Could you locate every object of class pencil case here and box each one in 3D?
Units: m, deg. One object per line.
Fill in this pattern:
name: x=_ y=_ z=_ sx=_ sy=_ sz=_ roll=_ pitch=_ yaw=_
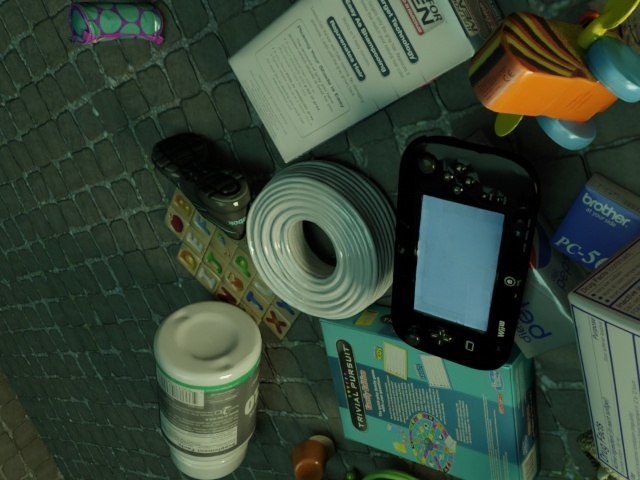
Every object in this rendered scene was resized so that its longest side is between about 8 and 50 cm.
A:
pencil case: x=-0.330 y=-0.350 z=1.136 sx=0.064 sy=0.151 sz=0.070 roll=-33 pitch=82 yaw=43

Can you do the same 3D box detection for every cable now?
cable: x=0.000 y=0.000 z=1.110 sx=0.257 sy=0.089 sz=0.257 roll=33 pitch=130 yaw=19

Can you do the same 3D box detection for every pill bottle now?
pill bottle: x=-0.227 y=0.314 z=1.423 sx=0.204 sy=0.204 sz=0.361 roll=30 pitch=135 yaw=24

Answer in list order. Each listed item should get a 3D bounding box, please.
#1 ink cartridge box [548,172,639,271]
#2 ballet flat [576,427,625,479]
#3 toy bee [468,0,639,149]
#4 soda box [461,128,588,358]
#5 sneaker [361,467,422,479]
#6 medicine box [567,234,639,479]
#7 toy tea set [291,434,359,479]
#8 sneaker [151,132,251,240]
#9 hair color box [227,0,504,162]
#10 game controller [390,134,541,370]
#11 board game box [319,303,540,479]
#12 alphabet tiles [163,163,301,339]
ink cartridge box: x=0.386 y=0.016 z=0.824 sx=0.207 sy=0.046 sz=0.097 roll=35 pitch=133 yaw=20
ballet flat: x=0.416 y=0.462 z=0.910 sx=0.182 sy=0.164 sz=0.483 roll=-11 pitch=92 yaw=-1
toy bee: x=0.261 y=-0.172 z=0.724 sx=0.195 sy=0.298 sz=0.162 roll=-32 pitch=54 yaw=29
soda box: x=0.239 y=0.005 z=0.911 sx=0.286 sy=0.091 sz=0.098 roll=54 pitch=137 yaw=-1
sneaker: x=0.238 y=0.541 z=1.125 sx=0.482 sy=0.202 sz=0.185 roll=9 pitch=120 yaw=34
medicine box: x=0.417 y=0.162 z=0.689 sx=0.289 sy=0.149 sz=0.264 roll=29 pitch=146 yaw=53
toy tea set: x=0.006 y=0.552 z=1.450 sx=0.200 sy=0.124 sz=0.336 roll=8 pitch=106 yaw=-2
sneaker: x=-0.208 y=-0.094 z=1.208 sx=0.267 sy=0.101 sz=0.106 roll=42 pitch=153 yaw=39
hair color box: x=0.047 y=-0.249 z=0.907 sx=0.347 sy=0.105 sz=0.174 roll=-22 pitch=101 yaw=47
game controller: x=0.171 y=0.024 z=0.866 sx=0.166 sy=0.067 sz=0.319 roll=22 pitch=131 yaw=31
board game box: x=0.173 y=0.245 z=1.129 sx=0.336 sy=0.079 sz=0.254 roll=9 pitch=122 yaw=37
alphabet tiles: x=-0.164 y=0.026 z=1.332 sx=0.342 sy=0.011 sz=0.285 roll=44 pitch=136 yaw=11
